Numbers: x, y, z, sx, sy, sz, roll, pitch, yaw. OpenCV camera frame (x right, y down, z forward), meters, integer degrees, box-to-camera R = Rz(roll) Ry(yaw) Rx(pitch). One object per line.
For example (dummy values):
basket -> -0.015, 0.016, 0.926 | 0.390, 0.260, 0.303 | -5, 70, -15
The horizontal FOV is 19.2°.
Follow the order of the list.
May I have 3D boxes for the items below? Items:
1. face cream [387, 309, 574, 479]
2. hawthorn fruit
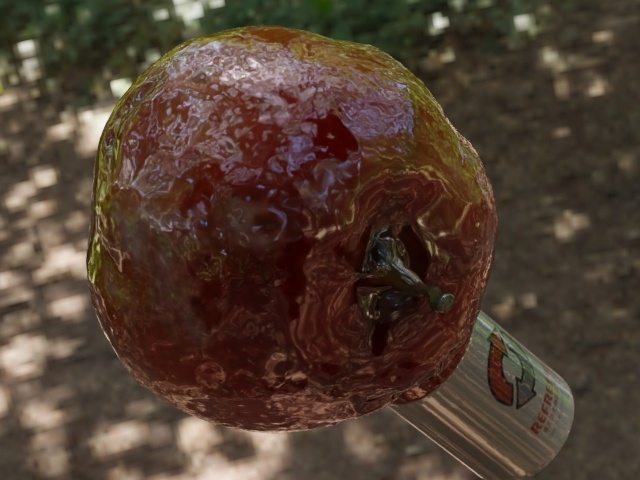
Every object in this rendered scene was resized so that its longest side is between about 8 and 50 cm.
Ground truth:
face cream -> 0.081, 0.084, 1.329 | 0.096, 0.214, 0.096 | -27, 43, 28
hawthorn fruit -> 0.000, 0.000, 1.041 | 0.242, 0.242, 0.271 | -21, 15, -24
